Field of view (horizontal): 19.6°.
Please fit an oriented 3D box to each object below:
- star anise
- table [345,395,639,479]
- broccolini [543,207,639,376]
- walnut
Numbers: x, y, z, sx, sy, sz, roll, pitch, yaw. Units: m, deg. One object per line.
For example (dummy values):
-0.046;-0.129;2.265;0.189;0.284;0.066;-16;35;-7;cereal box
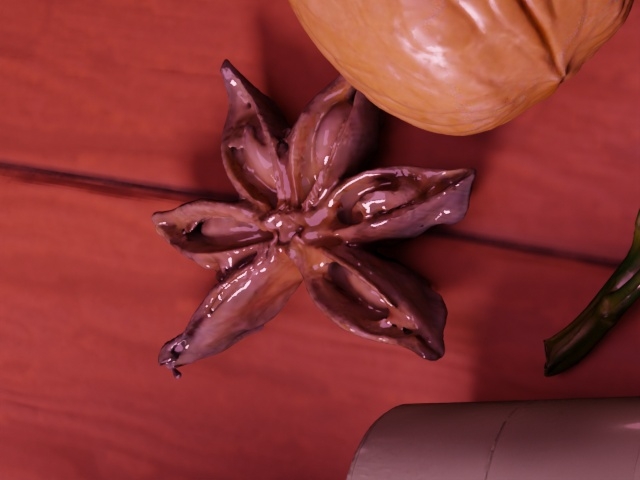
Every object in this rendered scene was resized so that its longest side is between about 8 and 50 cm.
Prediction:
-0.003;-0.016;0.979;0.208;0.063;0.171;-6;81;36;star anise
0.133;0.133;0.844;0.220;0.126;0.126;-6;86;33;table
0.157;-0.010;0.871;0.058;0.074;0.201;49;117;6;broccolini
0.058;-0.151;0.883;0.165;0.165;0.197;-36;74;27;walnut
